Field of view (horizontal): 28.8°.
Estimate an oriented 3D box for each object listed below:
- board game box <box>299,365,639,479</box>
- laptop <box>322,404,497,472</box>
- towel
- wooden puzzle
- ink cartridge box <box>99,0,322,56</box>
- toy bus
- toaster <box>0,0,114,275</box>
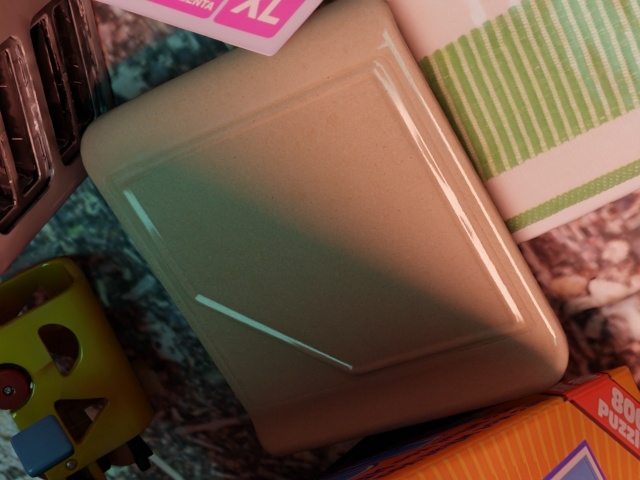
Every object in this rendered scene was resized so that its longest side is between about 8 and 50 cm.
[{"bbox_3d":[0.009,0.319,0.665,0.356,0.356,0.356,-28,80,40],"label":"board game box"},{"bbox_3d":[0.161,0.335,0.922,0.407,0.236,0.382,21,133,-28],"label":"laptop"},{"bbox_3d":[0.052,-0.142,0.652,0.247,0.038,0.325,-26,107,32],"label":"towel"},{"bbox_3d":[0.000,0.000,0.713,0.221,0.044,0.239,-20,106,32],"label":"wooden puzzle"},{"bbox_3d":[-0.008,-0.215,0.510,0.185,0.065,0.311,12,135,-40],"label":"ink cartridge box"},{"bbox_3d":[-0.164,0.111,0.853,0.191,0.104,0.202,55,164,21],"label":"toy bus"},{"bbox_3d":[-0.206,-0.083,0.712,0.110,0.168,0.186,3,123,17],"label":"toaster"}]
